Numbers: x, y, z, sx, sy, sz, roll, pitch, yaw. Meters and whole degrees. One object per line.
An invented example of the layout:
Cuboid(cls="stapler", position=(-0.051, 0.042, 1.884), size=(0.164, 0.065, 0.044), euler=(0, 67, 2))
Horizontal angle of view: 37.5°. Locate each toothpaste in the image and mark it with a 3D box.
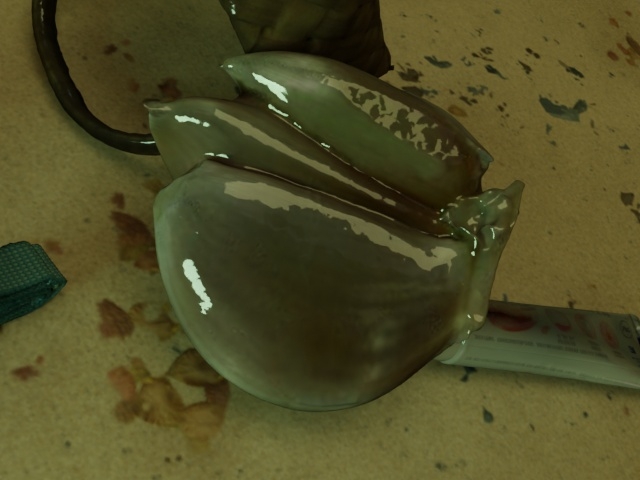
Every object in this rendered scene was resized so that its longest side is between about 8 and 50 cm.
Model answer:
Cuboid(cls="toothpaste", position=(0.216, 0.097, 0.928), size=(0.323, 0.066, 0.100), euler=(9, 47, -28))

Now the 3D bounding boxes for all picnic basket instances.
Cuboid(cls="picnic basket", position=(-0.121, -0.230, 0.883), size=(0.337, 0.337, 0.293), euler=(-15, 71, -36))

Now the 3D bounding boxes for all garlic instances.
Cuboid(cls="garlic", position=(0.000, -0.001, 0.776), size=(0.325, 0.132, 0.279), euler=(16, 80, -4))

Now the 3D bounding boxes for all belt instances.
Cuboid(cls="belt", position=(-0.271, 0.054, 0.695), size=(0.065, 0.100, 0.179), euler=(48, 33, 14))
